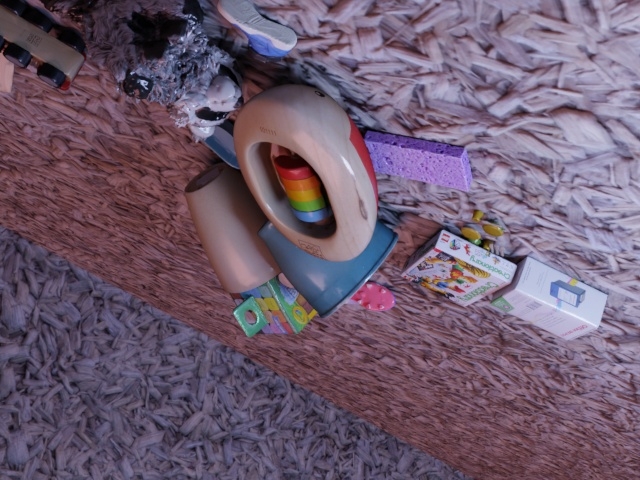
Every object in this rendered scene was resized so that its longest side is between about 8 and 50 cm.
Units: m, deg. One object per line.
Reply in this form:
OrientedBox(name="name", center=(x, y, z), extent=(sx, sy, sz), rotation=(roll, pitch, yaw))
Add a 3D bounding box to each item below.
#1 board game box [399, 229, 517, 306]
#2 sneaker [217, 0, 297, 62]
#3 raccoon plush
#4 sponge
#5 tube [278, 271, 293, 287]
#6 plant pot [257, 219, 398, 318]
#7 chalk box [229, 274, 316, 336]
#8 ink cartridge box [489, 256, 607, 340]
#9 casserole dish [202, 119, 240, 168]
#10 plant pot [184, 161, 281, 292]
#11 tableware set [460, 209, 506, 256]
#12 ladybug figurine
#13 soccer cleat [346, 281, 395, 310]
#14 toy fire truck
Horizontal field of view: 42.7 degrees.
OrientedBox(name="board game box", center=(0.325, 0.073, 1.983), extent=(0.193, 0.053, 0.305), rotation=(25, 163, -2))
OrientedBox(name="sneaker", center=(-0.125, -0.370, 1.463), extent=(0.152, 0.058, 0.084), rotation=(24, 150, -17))
OrientedBox(name="raccoon plush", center=(-0.324, -0.390, 1.571), extent=(0.446, 0.216, 0.299), rotation=(48, -179, 20))
OrientedBox(name="sponge", center=(0.196, -0.161, 1.644), extent=(0.210, 0.031, 0.117), rotation=(15, 156, 24))
OrientedBox(name="tube", center=(-0.035, 0.031, 2.091), extent=(0.080, 0.207, 0.052), rotation=(14, 139, 27))
OrientedBox(name="plant pot", center=(0.000, 0.000, 1.938), extent=(0.255, 0.271, 0.272), rotation=(42, 156, -4))
OrientedBox(name="chalk box", center=(-0.113, 0.134, 2.171), extent=(0.179, 0.289, 0.180), rotation=(-7, 120, 44))
OrientedBox(name="ink cartridge box", center=(0.528, 0.139, 1.901), extent=(0.212, 0.093, 0.154), rotation=(27, 159, -2))
OrientedBox(name="casserole dish", center=(-0.212, -0.228, 1.903), extent=(0.114, 0.037, 0.188), rotation=(1, 149, 44))
OrientedBox(name="plant pot", center=(-0.216, -0.053, 2.077), extent=(0.257, 0.256, 0.274), rotation=(-3, 127, 49))
OrientedBox(name="tableware set", center=(0.361, -0.019, 1.812), extent=(0.104, 0.024, 0.154), rotation=(18, 159, 24))
OrientedBox(name="ladybug figurine", center=(-0.012, -0.138, 1.660), extent=(0.305, 0.162, 0.449), rotation=(18, 145, 29))
OrientedBox(name="soccer cleat", center=(0.118, 0.159, 2.409), extent=(0.248, 0.083, 0.095), rotation=(3, 179, 32))
OrientedBox(name="toy fire truck", center=(-0.656, -0.404, 1.839), extent=(0.217, 0.158, 0.246), rotation=(30, 169, -14))
